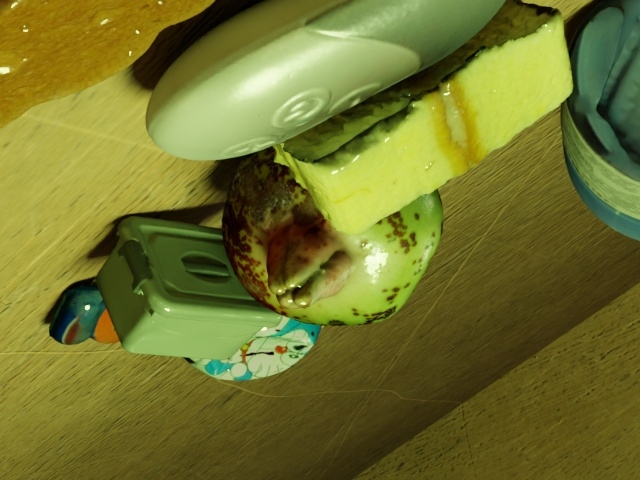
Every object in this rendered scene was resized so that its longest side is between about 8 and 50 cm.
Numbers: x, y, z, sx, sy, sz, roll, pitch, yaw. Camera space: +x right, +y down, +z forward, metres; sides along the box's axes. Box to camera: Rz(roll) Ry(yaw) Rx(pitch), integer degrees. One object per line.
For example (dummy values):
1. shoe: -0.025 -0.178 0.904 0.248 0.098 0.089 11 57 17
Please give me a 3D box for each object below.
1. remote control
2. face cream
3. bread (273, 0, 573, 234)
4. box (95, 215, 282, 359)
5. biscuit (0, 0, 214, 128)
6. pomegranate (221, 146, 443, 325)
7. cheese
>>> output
1. remote control: 0.011 -0.159 1.439 0.332 0.103 0.221 -29 175 -4
2. face cream: 0.380 -0.137 1.911 0.249 0.249 0.225 -28 165 0
3. bread: 0.093 -0.119 1.576 0.266 0.142 0.178 -34 -170 -6
4. box: -0.136 0.054 1.779 0.172 0.124 0.093 9 133 -41
5. biscuit: -0.199 -0.141 1.228 0.333 0.047 0.202 -27 167 3
6. pomegranate: 0.000 0.000 1.699 0.214 0.214 0.248 -37 -167 30
7. cheese: -0.128 0.077 1.951 0.329 0.129 0.217 1 147 -27
